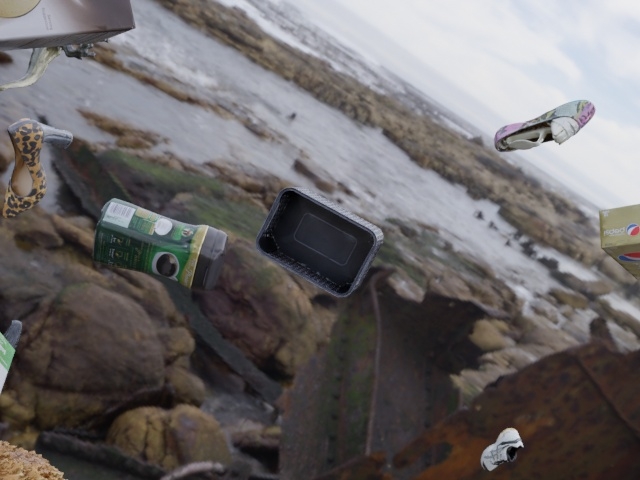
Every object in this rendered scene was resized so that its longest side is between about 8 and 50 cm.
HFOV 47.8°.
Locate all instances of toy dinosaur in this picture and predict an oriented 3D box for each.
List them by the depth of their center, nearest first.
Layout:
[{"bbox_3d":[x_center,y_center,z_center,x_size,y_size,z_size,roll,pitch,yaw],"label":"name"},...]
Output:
[{"bbox_3d":[-0.402,-0.313,1.125,0.118,0.064,0.268,3,52,1],"label":"toy dinosaur"}]

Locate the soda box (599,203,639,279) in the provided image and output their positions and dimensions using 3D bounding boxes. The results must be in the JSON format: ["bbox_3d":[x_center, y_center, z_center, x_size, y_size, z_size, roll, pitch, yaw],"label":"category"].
[{"bbox_3d":[0.462,0.005,1.046,0.061,0.058,0.181,-10,-23,36],"label":"soda box"}]

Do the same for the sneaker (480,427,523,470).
[{"bbox_3d":[0.265,0.315,1.059,0.032,0.083,0.037,11,31,-27],"label":"sneaker"}]

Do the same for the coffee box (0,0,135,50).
[{"bbox_3d":[-0.378,-0.298,0.803,0.297,0.168,0.119,-21,17,-39],"label":"coffee box"}]

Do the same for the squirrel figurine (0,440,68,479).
[{"bbox_3d":[-0.604,0.419,1.117,0.397,0.370,0.281,-30,94,-48],"label":"squirrel figurine"}]

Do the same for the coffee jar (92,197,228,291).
[{"bbox_3d":[-0.230,0.009,1.052,0.184,0.096,0.079,17,38,-6],"label":"coffee jar"}]

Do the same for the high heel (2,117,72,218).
[{"bbox_3d":[-0.689,-0.159,1.624,0.093,0.261,0.186,39,9,14],"label":"high heel"}]

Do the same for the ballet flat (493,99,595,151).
[{"bbox_3d":[0.479,-0.232,1.550,0.077,0.221,0.079,55,36,-32],"label":"ballet flat"}]

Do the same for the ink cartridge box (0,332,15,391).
[{"bbox_3d":[-0.879,0.354,1.708,0.201,0.117,0.278,0,52,5],"label":"ink cartridge box"}]

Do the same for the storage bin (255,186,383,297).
[{"bbox_3d":[0.000,0.000,1.188,0.180,0.122,0.084,29,9,8],"label":"storage bin"}]

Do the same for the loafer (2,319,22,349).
[{"bbox_3d":[-0.847,0.304,1.869,0.078,0.223,0.076,30,-8,-20],"label":"loafer"}]
